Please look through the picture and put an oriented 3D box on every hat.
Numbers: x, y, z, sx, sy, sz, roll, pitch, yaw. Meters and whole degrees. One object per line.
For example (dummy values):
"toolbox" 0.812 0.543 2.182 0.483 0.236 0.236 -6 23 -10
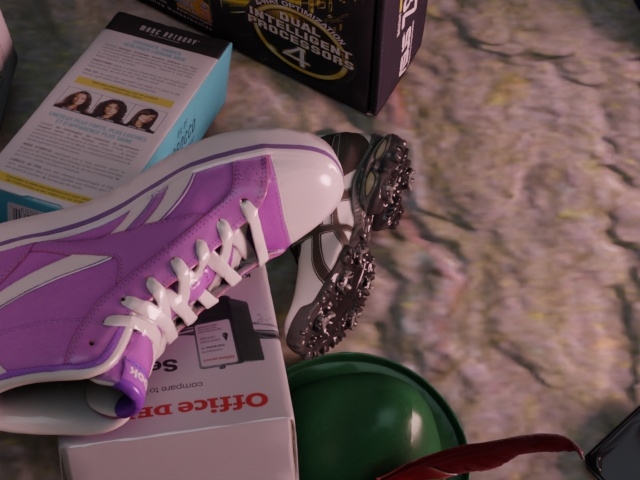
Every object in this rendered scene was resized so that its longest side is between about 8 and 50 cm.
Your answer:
"hat" 0.032 0.121 0.923 0.209 0.183 0.173 -15 65 -8

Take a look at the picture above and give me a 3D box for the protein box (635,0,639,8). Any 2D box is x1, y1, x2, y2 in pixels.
"protein box" 0.361 -0.276 1.152 0.201 0.136 0.199 -17 65 -9

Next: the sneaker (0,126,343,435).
"sneaker" -0.096 0.037 0.870 0.282 0.102 0.161 -24 45 -7

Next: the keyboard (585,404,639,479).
"keyboard" 0.287 0.189 0.988 0.108 0.023 0.180 -40 72 -12

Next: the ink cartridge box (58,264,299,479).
"ink cartridge box" -0.101 0.089 0.947 0.153 0.087 0.208 -7 39 -6

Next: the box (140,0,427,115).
"box" -0.100 -0.285 1.045 0.395 0.318 0.097 29 66 11

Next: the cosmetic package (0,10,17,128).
"cosmetic package" -0.419 -0.080 0.884 0.327 0.329 0.393 0 54 5

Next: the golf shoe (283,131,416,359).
"golf shoe" 0.000 0.000 1.051 0.094 0.077 0.198 14 57 17

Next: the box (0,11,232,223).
"box" -0.154 -0.078 1.033 0.101 0.060 0.244 17 41 8
